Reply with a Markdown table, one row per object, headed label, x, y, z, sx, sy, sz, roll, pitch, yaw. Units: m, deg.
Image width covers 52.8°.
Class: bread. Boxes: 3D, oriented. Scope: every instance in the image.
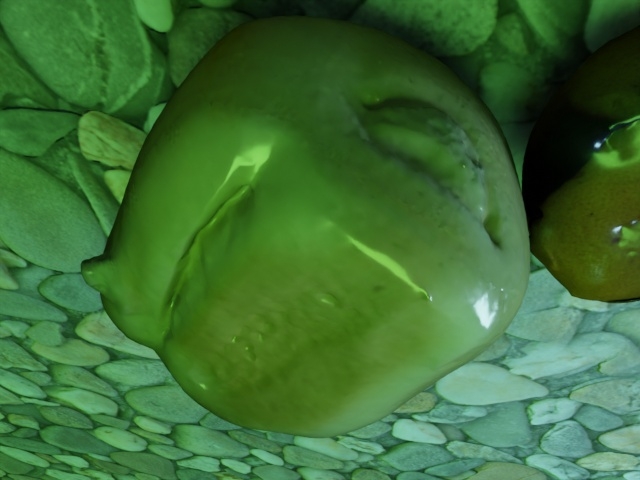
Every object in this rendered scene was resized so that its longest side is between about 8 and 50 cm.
| label | x | y | z | sx | sy | sz | roll | pitch | yaw |
| --- | --- | --- | --- | --- | --- | --- | --- | --- | --- |
| bread | 0.000 | 0.000 | 0.610 | 0.348 | 0.253 | 0.376 | 34 | 137 | -3 |

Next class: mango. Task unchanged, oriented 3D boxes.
| label | x | y | z | sx | sy | sz | roll | pitch | yaw |
| --- | --- | --- | --- | --- | --- | --- | --- | --- | --- |
| mango | 0.277 | -0.056 | 0.567 | 0.202 | 0.152 | 0.287 | 8 | 141 | 8 |
